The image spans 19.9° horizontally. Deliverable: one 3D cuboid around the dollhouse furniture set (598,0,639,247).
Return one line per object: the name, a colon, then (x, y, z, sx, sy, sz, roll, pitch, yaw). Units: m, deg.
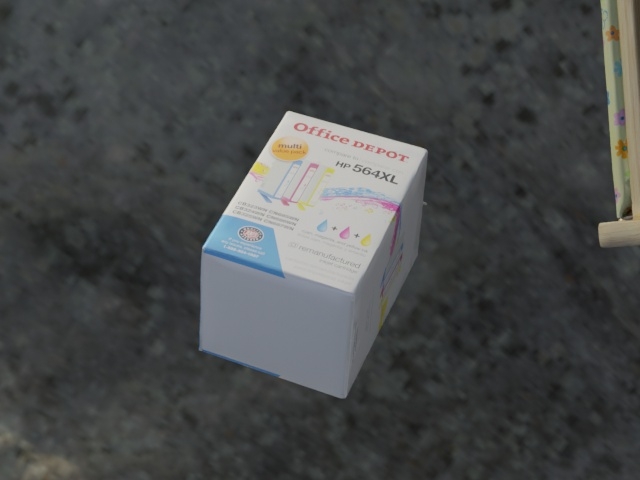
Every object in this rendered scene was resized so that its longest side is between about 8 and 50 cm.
dollhouse furniture set: (0.172, -0.093, 0.594, 0.101, 0.161, 0.182, -5, 88, 60)

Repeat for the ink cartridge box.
ink cartridge box: (0.000, 0.000, 1.048, 0.092, 0.090, 0.143, 17, 47, 12)
